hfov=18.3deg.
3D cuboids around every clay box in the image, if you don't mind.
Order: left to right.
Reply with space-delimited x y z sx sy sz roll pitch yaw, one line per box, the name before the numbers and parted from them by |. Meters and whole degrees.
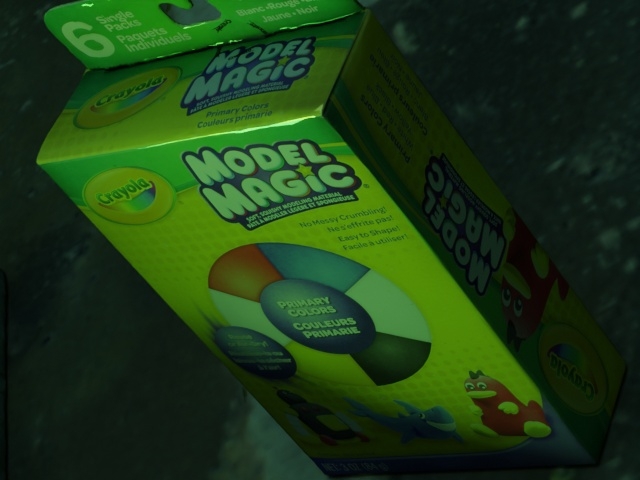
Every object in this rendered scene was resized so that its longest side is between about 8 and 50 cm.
clay box | 0.000 0.000 0.698 0.127 0.222 0.053 -8 47 38

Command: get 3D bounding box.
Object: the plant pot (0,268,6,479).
plant pot | -0.314 0.067 0.886 0.248 0.252 0.247 -29 37 14
